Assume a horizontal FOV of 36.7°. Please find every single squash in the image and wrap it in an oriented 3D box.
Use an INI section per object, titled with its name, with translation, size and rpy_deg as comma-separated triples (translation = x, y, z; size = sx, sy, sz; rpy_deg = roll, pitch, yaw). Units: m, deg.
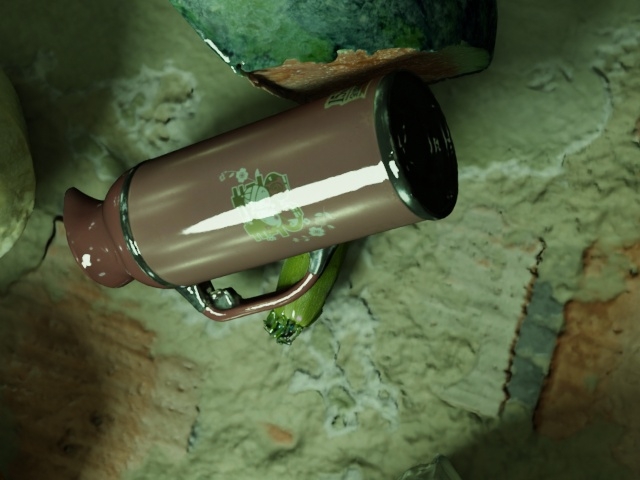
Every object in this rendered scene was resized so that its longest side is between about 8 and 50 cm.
[squash]
translation = 0.000, 0.000, 0.798
size = 0.052, 0.052, 0.183
rpy_deg = 19, 89, 10

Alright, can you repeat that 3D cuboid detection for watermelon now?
[watermelon]
translation = 0.023, -0.159, 0.719
size = 0.148, 0.318, 0.226
rpy_deg = 56, 137, 3

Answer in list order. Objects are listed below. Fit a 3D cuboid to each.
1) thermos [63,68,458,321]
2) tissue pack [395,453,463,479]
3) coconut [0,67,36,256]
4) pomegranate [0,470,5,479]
[thermos]
translation = -0.059, -0.022, 0.759
size = 0.330, 0.136, 0.109
rpy_deg = -15, 47, 29
[tissue pack]
translation = 0.076, 0.378, 0.695
size = 0.266, 0.194, 0.356
rpy_deg = -34, 83, 10
[coconut]
translation = -0.338, -0.070, 0.788
size = 0.202, 0.222, 0.202
rpy_deg = -9, 118, -18
[pomegranate]
translation = -0.382, 0.235, 0.747
size = 0.265, 0.264, 0.264
rpy_deg = 0, 87, 9
